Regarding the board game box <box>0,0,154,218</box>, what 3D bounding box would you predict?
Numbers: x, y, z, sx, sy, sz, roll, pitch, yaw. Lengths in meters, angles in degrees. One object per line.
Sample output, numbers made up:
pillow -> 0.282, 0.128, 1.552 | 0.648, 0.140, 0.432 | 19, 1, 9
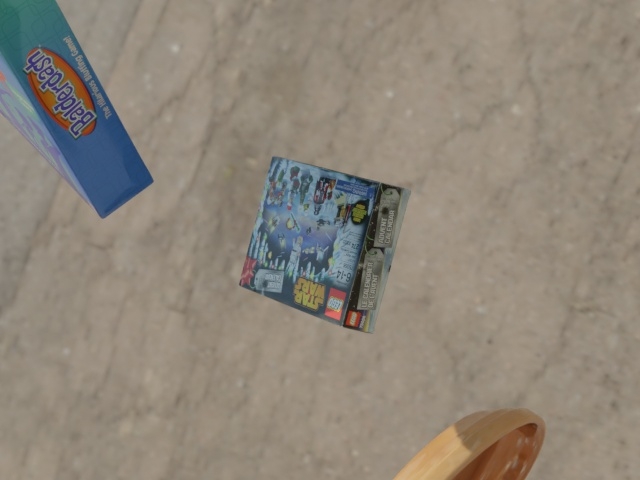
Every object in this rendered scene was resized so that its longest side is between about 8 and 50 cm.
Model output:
board game box -> -0.198, -0.130, 1.023 | 0.047, 0.210, 0.160 | -38, 49, -12

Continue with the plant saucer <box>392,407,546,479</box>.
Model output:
plant saucer -> 0.083, 0.194, 1.166 | 0.037, 0.200, 0.200 | 41, 110, 24

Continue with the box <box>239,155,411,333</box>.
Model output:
box -> 0.000, 0.000, 1.051 | 0.137, 0.027, 0.094 | 17, 93, 57
